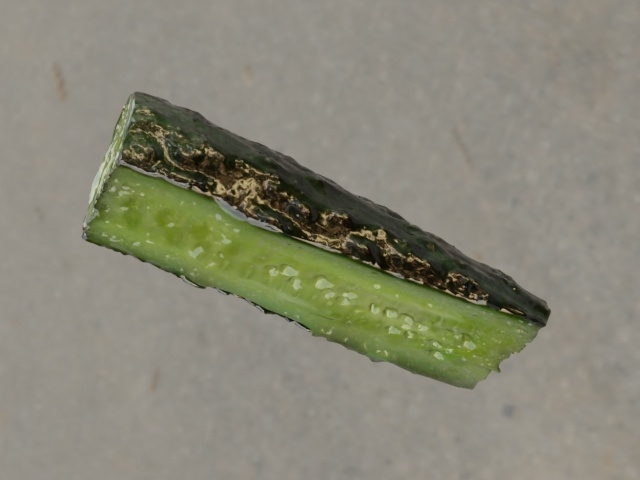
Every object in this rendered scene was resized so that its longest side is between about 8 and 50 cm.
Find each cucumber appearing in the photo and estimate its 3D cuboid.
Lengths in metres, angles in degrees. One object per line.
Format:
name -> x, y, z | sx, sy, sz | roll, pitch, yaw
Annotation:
cucumber -> 0.000, -0.001, 0.854 | 0.078, 0.211, 0.062 | 123, 164, -51
